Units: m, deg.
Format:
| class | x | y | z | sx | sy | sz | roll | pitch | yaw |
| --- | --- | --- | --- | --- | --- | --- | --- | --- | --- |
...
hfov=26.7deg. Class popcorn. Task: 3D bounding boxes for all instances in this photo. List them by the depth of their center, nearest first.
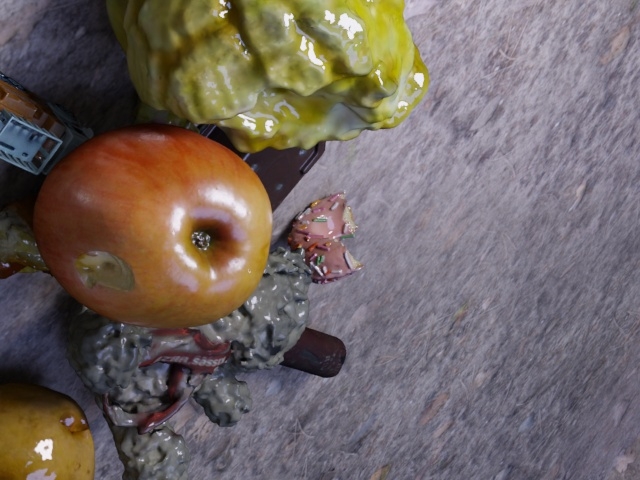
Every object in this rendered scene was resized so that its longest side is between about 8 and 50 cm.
| class | x | y | z | sx | sy | sz | roll | pitch | yaw |
| --- | --- | --- | --- | --- | --- | --- | --- | --- | --- |
| popcorn | -0.057 | -0.255 | 1.522 | 0.293 | 0.292 | 0.334 | -20 | 164 | 40 |
| popcorn | -0.189 | -0.141 | 1.674 | 0.089 | 0.109 | 0.097 | -13 | 175 | -3 |

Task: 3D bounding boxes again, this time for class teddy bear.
| class | x | y | z | sx | sy | sz | roll | pitch | yaw |
| --- | --- | --- | --- | --- | --- | --- | --- | --- | --- |
| teddy bear | -0.156 | 0.134 | 1.834 | 0.367 | 0.224 | 0.357 | -26 | 134 | -14 |

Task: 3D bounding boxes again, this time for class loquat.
| class | x | y | z | sx | sy | sz | roll | pitch | yaw |
| --- | --- | --- | --- | --- | --- | --- | --- | --- | --- |
| loquat | -0.398 | 0.291 | 1.785 | 0.208 | 0.208 | 0.208 | -26 | 139 | -26 |

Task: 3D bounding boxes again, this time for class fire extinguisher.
| class | x | y | z | sx | sy | sz | roll | pitch | yaw |
| --- | --- | --- | --- | --- | --- | --- | --- | --- | --- |
| fire extinguisher | -0.056 | 0.166 | 2.096 | 0.072 | 0.089 | 0.267 | -34 | 149 | 23 |

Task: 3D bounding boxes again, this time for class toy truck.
| class | x | y | z | sx | sy | sz | roll | pitch | yaw |
| --- | --- | --- | --- | --- | --- | --- | --- | --- | --- |
| toy truck | -0.331 | -0.120 | 1.534 | 0.080 | 0.115 | 0.177 | -53 | 145 | 8 |

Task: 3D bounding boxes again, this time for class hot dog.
| class | x | y | z | sx | sy | sz | roll | pitch | yaw |
| --- | --- | --- | --- | --- | --- | --- | --- | --- | --- |
| hot dog | -0.311 | -0.017 | 1.642 | 0.213 | 0.103 | 0.146 | -28 | 178 | -16 |

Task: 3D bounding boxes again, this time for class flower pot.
| class | x | y | z | sx | sy | sz | roll | pitch | yaw |
| --- | --- | --- | --- | --- | --- | --- | --- | --- | --- |
| flower pot | -0.091 | -0.101 | 1.817 | 0.251 | 0.084 | 0.179 | -49 | 143 | 4 |

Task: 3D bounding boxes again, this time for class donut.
| class | x | y | z | sx | sy | sz | roll | pitch | yaw |
| --- | --- | --- | --- | --- | --- | --- | --- | --- | --- |
| donut | 0.000 | 0.000 | 1.966 | 0.117 | 0.166 | 0.065 | -24 | 123 | 11 |

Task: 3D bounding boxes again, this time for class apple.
| class | x | y | z | sx | sy | sz | roll | pitch | yaw |
| --- | --- | --- | --- | --- | --- | --- | --- | --- | --- |
| apple | -0.182 | -0.016 | 1.502 | 0.242 | 0.241 | 0.242 | -10 | 105 | -42 |
